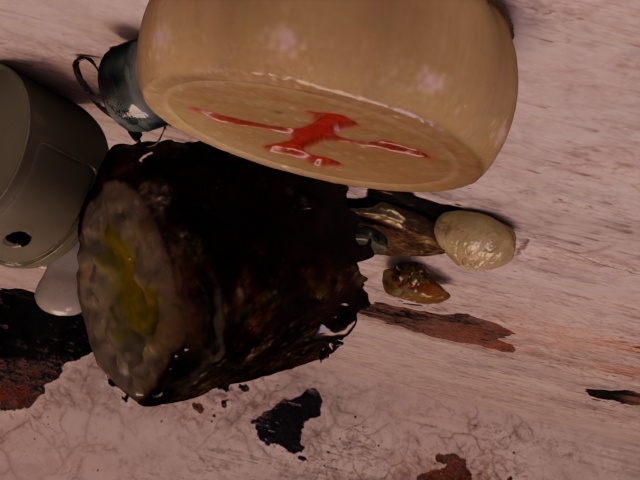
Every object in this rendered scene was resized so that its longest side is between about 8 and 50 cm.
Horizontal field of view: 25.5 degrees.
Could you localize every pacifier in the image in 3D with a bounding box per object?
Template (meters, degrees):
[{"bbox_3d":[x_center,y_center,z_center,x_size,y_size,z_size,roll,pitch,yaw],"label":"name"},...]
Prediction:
[{"bbox_3d":[-0.438,0.037,2.439,0.279,0.207,0.227,13,151,-2],"label":"pacifier"}]

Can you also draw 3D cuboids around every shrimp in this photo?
[{"bbox_3d":[0.157,0.070,2.323,0.115,0.051,0.217,5,166,7],"label":"shrimp"}]

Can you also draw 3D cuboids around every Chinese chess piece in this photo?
[{"bbox_3d":[0.007,-0.152,1.247,0.338,0.140,0.338,13,168,3],"label":"Chinese chess piece"}]

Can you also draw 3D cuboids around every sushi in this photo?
[{"bbox_3d":[-0.123,0.025,1.677,0.294,0.299,0.281,-10,170,-33],"label":"sushi"}]

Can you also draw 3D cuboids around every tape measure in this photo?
[{"bbox_3d":[-0.233,-0.162,1.530,0.180,0.104,0.107,3,168,36],"label":"tape measure"}]

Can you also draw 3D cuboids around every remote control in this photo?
[{"bbox_3d":[0.000,0.000,2.038,0.222,0.042,0.072,0,162,42],"label":"remote control"}]

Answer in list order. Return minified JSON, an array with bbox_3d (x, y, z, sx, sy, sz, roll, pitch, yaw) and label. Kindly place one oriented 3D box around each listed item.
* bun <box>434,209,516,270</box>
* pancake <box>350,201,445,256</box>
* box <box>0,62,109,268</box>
[{"bbox_3d":[0.207,0.004,1.916,0.115,0.069,0.115,14,167,3],"label":"bun"},{"bbox_3d":[0.042,-0.024,2.059,0.286,0.033,0.288,21,165,-26],"label":"pancake"},{"bbox_3d":[-0.389,-0.090,1.743,0.226,0.226,0.149,4,165,36],"label":"box"}]
